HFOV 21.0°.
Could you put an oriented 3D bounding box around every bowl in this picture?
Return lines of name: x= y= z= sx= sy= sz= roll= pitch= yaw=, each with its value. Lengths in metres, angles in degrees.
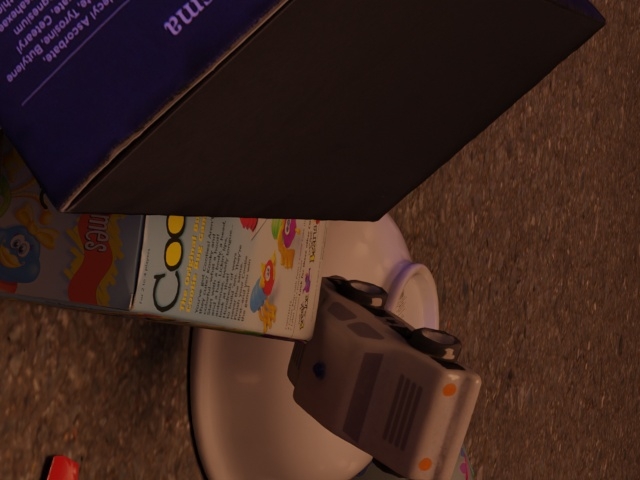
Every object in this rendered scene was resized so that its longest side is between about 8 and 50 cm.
bowl: x=0.014 y=0.083 z=1.427 sx=0.298 sy=0.134 sz=0.298 roll=7 pitch=90 yaw=-70

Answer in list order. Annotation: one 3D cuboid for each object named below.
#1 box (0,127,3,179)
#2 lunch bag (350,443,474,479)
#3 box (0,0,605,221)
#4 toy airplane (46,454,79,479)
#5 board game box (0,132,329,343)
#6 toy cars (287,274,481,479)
box: x=-0.233 y=-0.100 z=0.832 sx=0.231 sy=0.056 sz=0.183 roll=-13 pitch=110 yaw=-68
lunch bag: x=0.081 y=0.316 z=1.705 sx=0.279 sy=0.108 sz=0.224 roll=71 pitch=32 yaw=-48
box: x=-0.062 y=-0.182 z=0.837 sx=0.179 sy=0.312 sz=0.343 roll=-42 pitch=164 yaw=19
toy airplane: x=-0.167 y=0.222 z=1.139 sx=0.151 sy=0.028 sz=0.151 roll=8 pitch=90 yaw=-69
board game box: x=-0.107 y=-0.023 z=1.063 sx=0.275 sy=0.142 sz=0.144 roll=19 pitch=78 yaw=-69
toy cars: x=0.000 y=0.000 z=1.226 sx=0.087 sy=0.176 sz=0.393 roll=7 pitch=57 yaw=-33
